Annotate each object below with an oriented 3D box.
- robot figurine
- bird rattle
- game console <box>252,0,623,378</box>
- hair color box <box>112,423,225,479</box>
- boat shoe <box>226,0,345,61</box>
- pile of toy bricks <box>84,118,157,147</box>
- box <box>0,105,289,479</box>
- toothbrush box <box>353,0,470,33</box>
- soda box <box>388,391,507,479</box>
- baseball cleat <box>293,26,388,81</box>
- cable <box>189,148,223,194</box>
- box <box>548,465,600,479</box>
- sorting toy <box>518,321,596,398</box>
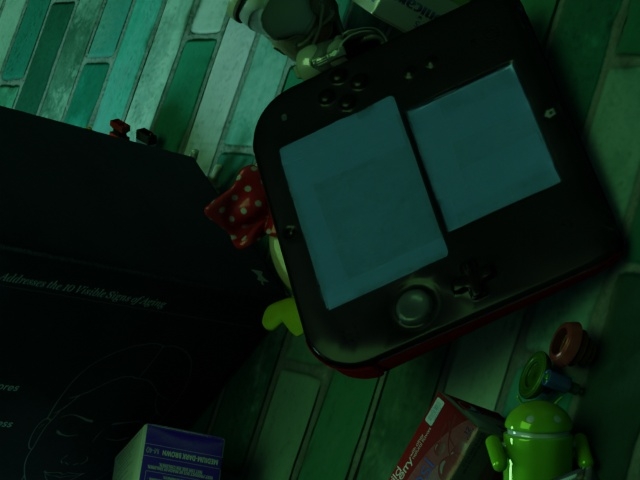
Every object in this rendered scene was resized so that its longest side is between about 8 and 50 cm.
[{"bbox_3d":[0.209,0.206,1.606,0.067,0.101,0.115,-159,70,-82],"label":"robot figurine"},{"bbox_3d":[0.000,0.000,1.946,0.207,0.143,0.253,-26,66,11],"label":"bird rattle"},{"bbox_3d":[0.110,-0.064,1.792,0.342,0.060,0.386,-27,54,15],"label":"game console"},{"bbox_3d":[-0.201,0.405,1.967,0.185,0.110,0.339,132,149,-63],"label":"hair color box"},{"bbox_3d":[-0.029,-0.283,2.047,0.113,0.103,0.302,-53,-8,9],"label":"boat shoe"},{"bbox_3d":[-0.278,-0.089,2.420,0.212,0.118,0.105,32,126,39],"label":"pile of toy bricks"},{"bbox_3d":[-0.386,0.114,2.056,0.472,0.480,0.297,-50,54,22],"label":"box"},{"bbox_3d":[0.130,-0.405,2.028,0.283,0.122,0.206,-60,35,12],"label":"toothbrush box"},{"bbox_3d":[0.107,0.291,1.684,0.263,0.092,0.083,-61,35,9],"label":"soda box"},{"bbox_3d":[0.044,-0.217,2.017,0.109,0.206,0.072,-19,95,22],"label":"baseball cleat"},{"bbox_3d":[-0.203,0.021,2.305,0.139,0.072,0.287,52,127,33],"label":"cable"},{"bbox_3d":[0.069,0.364,1.457,0.395,0.097,0.318,-25,8,21],"label":"box"},{"bbox_3d":[0.240,0.128,1.657,0.102,0.042,0.061,-55,19,36],"label":"sorting toy"}]
